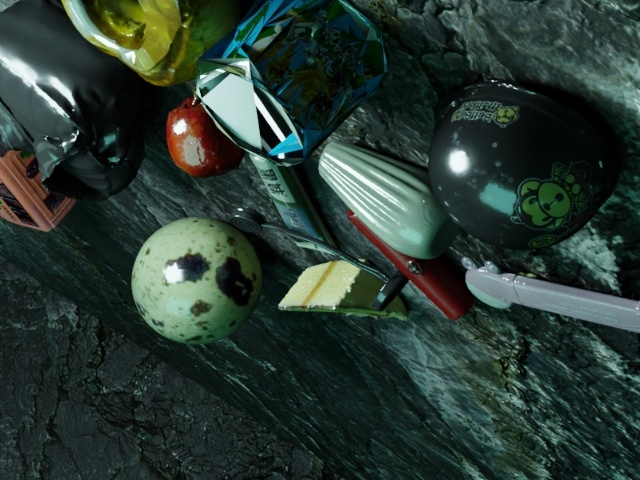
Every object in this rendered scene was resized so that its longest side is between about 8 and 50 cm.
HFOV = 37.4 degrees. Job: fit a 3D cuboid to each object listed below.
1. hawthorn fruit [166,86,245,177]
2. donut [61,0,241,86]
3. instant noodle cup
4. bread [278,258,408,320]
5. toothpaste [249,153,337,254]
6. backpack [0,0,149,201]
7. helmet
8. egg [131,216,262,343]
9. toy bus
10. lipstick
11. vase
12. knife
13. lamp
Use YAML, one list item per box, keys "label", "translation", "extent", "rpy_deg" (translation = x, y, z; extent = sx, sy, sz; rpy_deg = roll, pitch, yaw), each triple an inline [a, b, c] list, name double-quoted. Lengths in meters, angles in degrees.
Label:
- label: "hawthorn fruit"
  translation: [-0.206, -0.195, 1.668]
  extent: [0.148, 0.148, 0.172]
  rpy_deg: [21, 145, 32]
- label: "donut"
  translation: [-0.264, -0.366, 1.385]
  extent: [0.330, 0.160, 0.330]
  rpy_deg: [31, 153, 18]
- label: "instant noodle cup"
  translation: [-0.046, -0.227, 1.328]
  extent: [0.240, 0.178, 0.240]
  rpy_deg: [30, 155, 15]
- label: "bread"
  translation: [0.053, 0.144, 1.948]
  extent: [0.178, 0.135, 0.240]
  rpy_deg: [46, 153, -21]
- label: "toothpaste"
  translation: [-0.058, -0.083, 1.767]
  extent: [0.099, 0.061, 0.392]
  rpy_deg: [14, 152, 27]
- label: "backpack"
  translation: [-0.490, -0.247, 1.838]
  extent: [0.363, 0.255, 0.445]
  rpy_deg: [36, 161, 17]
- label: "helmet"
  translation: [0.235, -0.080, 1.238]
  extent: [0.279, 0.160, 0.230]
  rpy_deg: [11, 148, 43]
- label: "egg"
  translation: [-0.283, 0.093, 2.129]
  extent: [0.287, 0.287, 0.379]
  rpy_deg: [41, 152, -11]
- label: "toy bus"
  translation: [-0.783, -0.217, 2.363]
  extent: [0.233, 0.203, 0.427]
  rpy_deg: [18, 153, 27]
- label: "lipstick"
  translation: [0.161, 0.027, 1.658]
  extent: [0.280, 0.073, 0.073]
  rpy_deg: [44, 156, -18]
- label: "vase"
  translation: [0.103, -0.074, 1.494]
  extent: [0.248, 0.128, 0.128]
  rpy_deg: [36, 159, 26]
- label: "knife"
  translation: [0.399, 0.094, 1.495]
  extent: [0.399, 0.038, 0.132]
  rpy_deg: [14, 150, 40]
- label: "lamp"
  translation: [-0.011, 0.035, 1.770]
  extent: [0.371, 0.108, 0.130]
  rpy_deg: [19, 162, 5]
